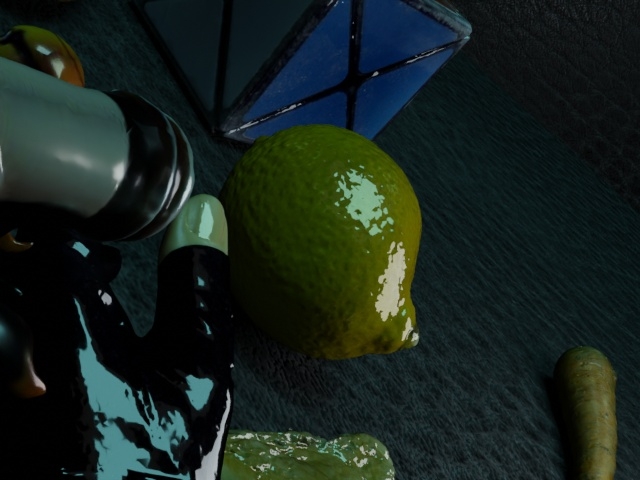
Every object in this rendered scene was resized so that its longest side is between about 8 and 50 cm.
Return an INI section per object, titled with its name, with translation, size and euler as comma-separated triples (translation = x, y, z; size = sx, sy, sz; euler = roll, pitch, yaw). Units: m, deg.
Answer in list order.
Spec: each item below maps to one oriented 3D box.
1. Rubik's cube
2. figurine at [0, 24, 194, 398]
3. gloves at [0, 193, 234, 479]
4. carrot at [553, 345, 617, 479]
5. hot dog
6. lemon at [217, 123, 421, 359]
[Rubik's cube]
translation = -0.027, -0.267, 1.232
size = 0.259, 0.260, 0.255
euler = 16, 34, -53
[figurine]
translation = -0.249, -0.035, 0.463
size = 0.323, 0.196, 0.320
euler = 17, 45, 31
[gloves]
translation = -0.133, 0.066, 0.573
size = 0.301, 0.197, 0.152
euler = -102, 167, -57
[carrot]
translation = 0.310, 0.228, 1.208
size = 0.078, 0.078, 0.298
euler = 40, 29, -12
[hot dog]
translation = -0.034, 0.171, 0.696
size = 0.242, 0.084, 0.073
euler = 17, 34, -50
[lemon]
translation = 0.000, 0.000, 0.910
size = 0.187, 0.187, 0.244
euler = 7, 46, -55
